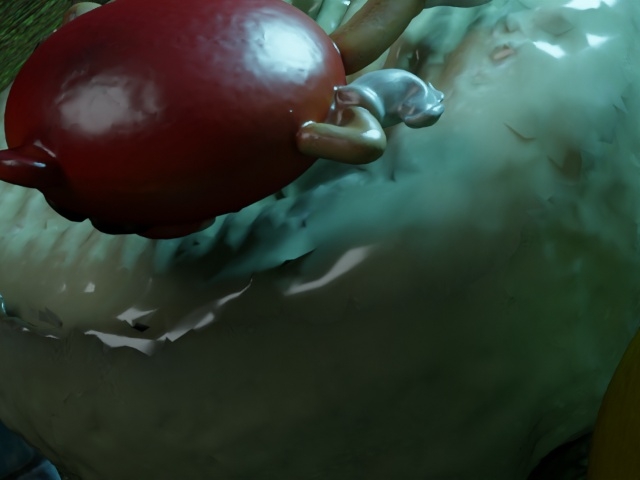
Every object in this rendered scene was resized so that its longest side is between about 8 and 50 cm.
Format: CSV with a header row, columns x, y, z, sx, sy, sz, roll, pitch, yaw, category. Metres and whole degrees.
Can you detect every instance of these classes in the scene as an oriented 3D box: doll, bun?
x,y,z,sx,sy,sz,roll,pitch,yaw,category
-0.036,-0.063,0.665,0.183,0.085,0.217,12,39,32,doll
0.000,0.000,0.802,0.359,0.211,0.360,-19,40,17,bun

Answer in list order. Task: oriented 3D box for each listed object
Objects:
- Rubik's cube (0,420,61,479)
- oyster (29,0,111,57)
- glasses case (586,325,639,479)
x,y,z,sx,sy,sz,roll,pitch,yaw,category
-0.323,0.102,0.960,0.256,0.259,0.253,-31,21,-20,Rubik's cube
-0.119,-0.114,1.113,0.361,0.096,0.221,117,178,-65,oyster
0.155,0.136,0.438,0.173,0.141,0.371,-49,23,32,glasses case
